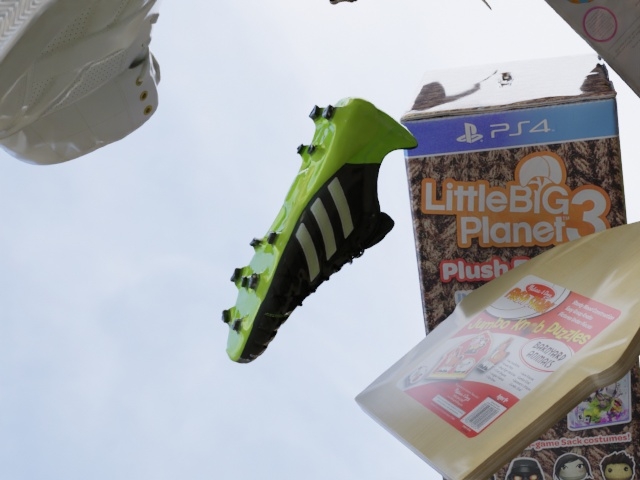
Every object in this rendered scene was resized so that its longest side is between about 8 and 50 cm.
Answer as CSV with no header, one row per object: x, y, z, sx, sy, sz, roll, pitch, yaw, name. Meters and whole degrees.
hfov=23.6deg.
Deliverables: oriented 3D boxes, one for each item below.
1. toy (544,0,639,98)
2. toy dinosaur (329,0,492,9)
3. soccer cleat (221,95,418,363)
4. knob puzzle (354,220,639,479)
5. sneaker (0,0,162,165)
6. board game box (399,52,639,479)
0.203,-0.226,1.181,0.237,0.056,0.137,46,-106,-5,toy
0.074,-0.252,1.410,0.092,0.183,0.053,43,-117,-42,toy dinosaur
0.000,0.000,0.930,0.072,0.060,0.179,26,-89,-18,soccer cleat
0.125,0.057,0.851,0.030,0.213,0.213,54,-142,-16,knob puzzle
-0.139,-0.171,1.052,0.108,0.292,0.169,54,-172,24,sneaker
0.152,0.026,1.113,0.232,0.141,0.291,-59,-38,-75,board game box
